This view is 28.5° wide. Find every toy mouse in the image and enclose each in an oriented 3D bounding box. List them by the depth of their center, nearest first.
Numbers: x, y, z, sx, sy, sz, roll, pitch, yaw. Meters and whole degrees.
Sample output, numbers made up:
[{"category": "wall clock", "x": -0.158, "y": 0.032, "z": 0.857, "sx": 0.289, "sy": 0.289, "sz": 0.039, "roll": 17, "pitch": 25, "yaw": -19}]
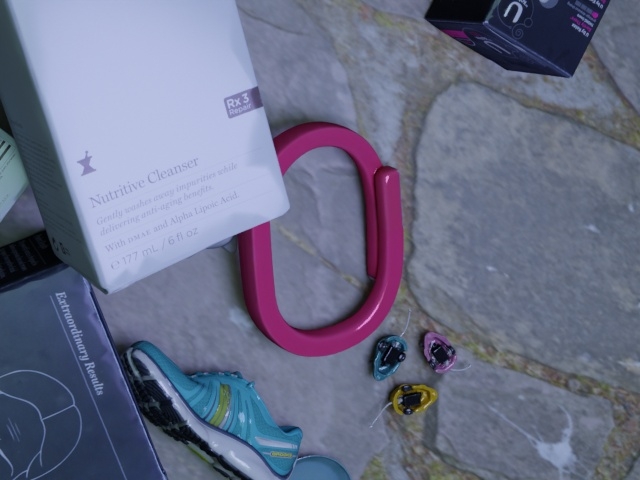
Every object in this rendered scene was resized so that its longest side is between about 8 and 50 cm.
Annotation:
[{"category": "toy mouse", "x": 0.118, "y": 0.152, "z": 1.635, "sx": 0.161, "sy": 0.031, "sz": 0.143, "roll": -15, "pitch": 105, "yaw": -17}]

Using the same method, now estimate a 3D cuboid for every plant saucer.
[{"category": "plant saucer", "x": -0.015, "y": 0.331, "z": 1.626, "sx": 0.119, "sy": 0.021, "sz": 0.119, "roll": -4, "pitch": 102, "yaw": -19}]

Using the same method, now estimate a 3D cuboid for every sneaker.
[{"category": "sneaker", "x": -0.133, "y": 0.203, "z": 1.534, "sx": 0.275, "sy": 0.107, "sz": 0.110, "roll": 43, "pitch": 65, "yaw": -26}]

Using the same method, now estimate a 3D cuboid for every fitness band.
[{"category": "fitness band", "x": 0.000, "y": 0.000, "z": 1.526, "sx": 0.209, "sy": 0.054, "sz": 0.290, "roll": -14, "pitch": 113, "yaw": -26}]

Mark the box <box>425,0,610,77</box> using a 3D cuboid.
[{"category": "box", "x": 0.271, "y": -0.350, "z": 1.521, "sx": 0.143, "sy": 0.165, "sz": 0.270, "roll": 26, "pitch": 90, "yaw": -23}]

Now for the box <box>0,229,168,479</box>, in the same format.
[{"category": "box", "x": -0.405, "y": 0.203, "z": 1.357, "sx": 0.396, "sy": 0.212, "sz": 0.293, "roll": -22, "pitch": 107, "yaw": -14}]

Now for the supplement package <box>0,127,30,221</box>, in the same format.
[{"category": "supplement package", "x": -0.422, "y": -0.093, "z": 1.302, "sx": 0.203, "sy": 0.194, "sz": 0.149, "roll": 38, "pitch": 85, "yaw": -22}]

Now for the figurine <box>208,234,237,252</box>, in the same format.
[{"category": "figurine", "x": -0.183, "y": -0.074, "z": 1.461, "sx": 0.215, "sy": 0.092, "sz": 0.209, "roll": -1, "pitch": 108, "yaw": -21}]

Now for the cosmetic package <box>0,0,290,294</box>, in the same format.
[{"category": "cosmetic package", "x": -0.193, "y": -0.176, "z": 1.190, "sx": 0.217, "sy": 0.156, "sz": 0.384, "roll": -26, "pitch": 116, "yaw": -23}]
